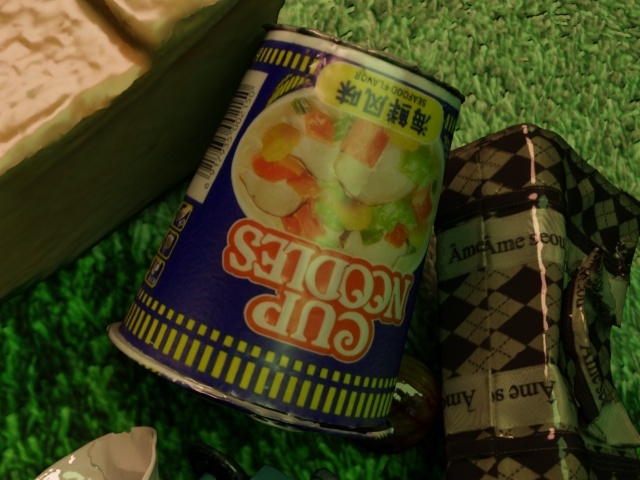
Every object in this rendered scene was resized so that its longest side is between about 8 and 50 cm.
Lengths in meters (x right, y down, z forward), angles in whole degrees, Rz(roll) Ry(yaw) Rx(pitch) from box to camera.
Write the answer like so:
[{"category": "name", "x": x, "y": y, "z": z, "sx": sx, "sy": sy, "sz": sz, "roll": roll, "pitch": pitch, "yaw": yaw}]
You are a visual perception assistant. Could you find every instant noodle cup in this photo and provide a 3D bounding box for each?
[{"category": "instant noodle cup", "x": -0.013, "y": -0.016, "z": 0.903, "sx": 0.284, "sy": 0.284, "sz": 0.313, "roll": 19, "pitch": 92, "yaw": -17}]

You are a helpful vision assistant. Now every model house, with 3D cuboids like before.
[{"category": "model house", "x": -0.283, "y": -0.195, "z": 0.917, "sx": 0.342, "sy": 0.335, "sz": 0.382, "roll": 45, "pitch": 64, "yaw": 8}]

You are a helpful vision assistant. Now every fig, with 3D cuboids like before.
[{"category": "fig", "x": 0.053, "y": 0.154, "z": 1.043, "sx": 0.154, "sy": 0.103, "sz": 0.109, "roll": 41, "pitch": 82, "yaw": 7}]

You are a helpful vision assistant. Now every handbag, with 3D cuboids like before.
[{"category": "handbag", "x": 0.259, "y": 0.125, "z": 1.083, "sx": 0.316, "sy": 0.180, "sz": 0.416, "roll": 26, "pitch": 57, "yaw": -45}]

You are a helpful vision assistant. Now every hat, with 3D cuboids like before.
[{"category": "hat", "x": -0.189, "y": 0.270, "z": 0.859, "sx": 0.203, "sy": 0.203, "sz": 0.126, "roll": -40, "pitch": 108, "yaw": -31}]

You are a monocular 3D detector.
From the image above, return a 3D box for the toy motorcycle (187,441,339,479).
[{"category": "toy motorcycle", "x": -0.012, "y": 0.288, "z": 0.899, "sx": 0.272, "sy": 0.182, "sz": 0.123, "roll": 21, "pitch": 48, "yaw": 35}]
